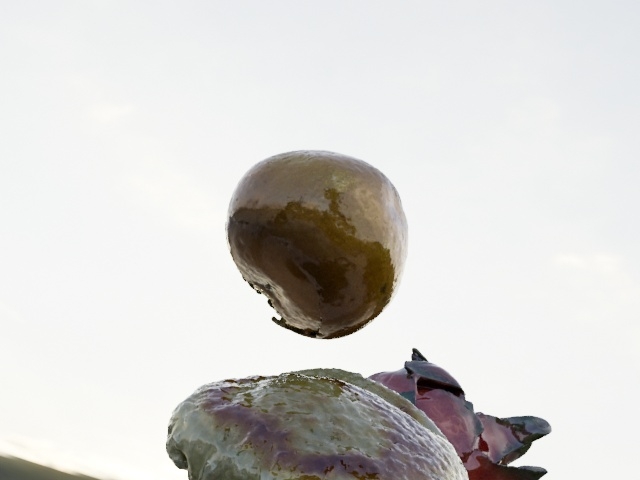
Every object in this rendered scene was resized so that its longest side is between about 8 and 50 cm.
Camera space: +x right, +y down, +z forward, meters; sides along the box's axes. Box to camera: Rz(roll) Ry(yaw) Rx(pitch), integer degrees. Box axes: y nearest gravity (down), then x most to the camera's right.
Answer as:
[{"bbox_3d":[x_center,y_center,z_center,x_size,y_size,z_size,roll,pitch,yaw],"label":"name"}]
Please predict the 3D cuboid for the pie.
[{"bbox_3d":[0.006,0.137,0.794,0.179,0.084,0.205,35,16,31],"label":"pie"}]

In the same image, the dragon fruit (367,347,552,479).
[{"bbox_3d":[0.097,0.223,1.224,0.274,0.193,0.192,1,29,-36],"label":"dragon fruit"}]

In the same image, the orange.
[{"bbox_3d":[0.000,0.000,0.966,0.156,0.134,0.156,44,-25,27],"label":"orange"}]
